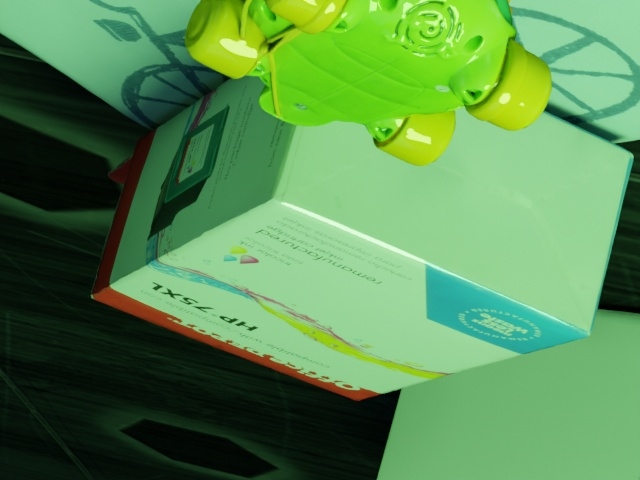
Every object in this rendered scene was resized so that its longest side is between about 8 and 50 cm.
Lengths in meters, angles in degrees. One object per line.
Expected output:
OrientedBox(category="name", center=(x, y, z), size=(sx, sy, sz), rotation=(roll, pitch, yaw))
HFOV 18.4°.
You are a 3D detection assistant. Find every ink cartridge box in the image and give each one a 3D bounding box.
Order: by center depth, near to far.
OrientedBox(category="ink cartridge box", center=(0.000, 0.000, 0.783), size=(0.134, 0.078, 0.231), rotation=(23, 159, -20))

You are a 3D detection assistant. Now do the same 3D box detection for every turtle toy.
OrientedBox(category="turtle toy", center=(0.011, -0.070, 0.607), size=(0.095, 0.066, 0.130), rotation=(25, 158, -25))

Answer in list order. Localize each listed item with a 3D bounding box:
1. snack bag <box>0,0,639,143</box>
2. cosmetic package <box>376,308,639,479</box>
OrientedBox(category="snack bag", center=(-0.032, -0.112, 0.679), size=(0.323, 0.037, 0.342), rotation=(-6, 151, 46))
OrientedBox(category="cosmetic package", center=(0.179, 0.138, 1.040), size=(0.224, 0.138, 0.224), rotation=(6, 158, 31))
